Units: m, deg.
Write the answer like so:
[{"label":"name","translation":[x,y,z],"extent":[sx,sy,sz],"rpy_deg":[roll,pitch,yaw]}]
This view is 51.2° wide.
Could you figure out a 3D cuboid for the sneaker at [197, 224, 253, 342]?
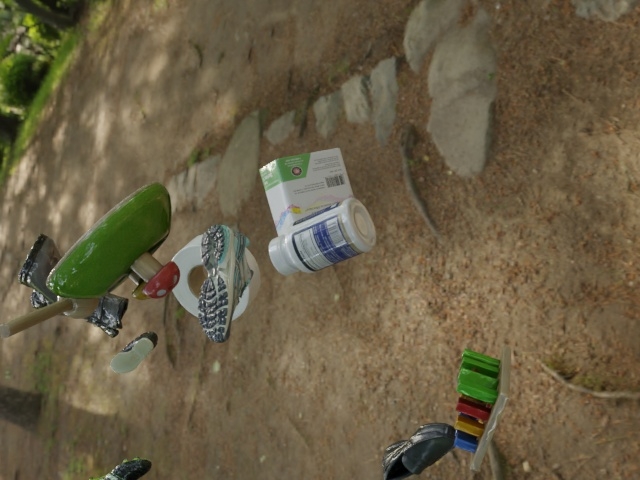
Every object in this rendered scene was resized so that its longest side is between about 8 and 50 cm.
[{"label":"sneaker","translation":[-0.214,0.106,1.614],"extent":[0.110,0.122,0.282],"rpy_deg":[-7,76,43]}]

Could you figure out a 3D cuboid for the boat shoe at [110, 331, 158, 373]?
[{"label":"boat shoe","translation":[-0.401,0.244,1.445],"extent":[0.133,0.049,0.042],"rpy_deg":[-38,11,22]}]

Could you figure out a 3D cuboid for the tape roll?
[{"label":"tape roll","translation":[-0.341,0.120,2.150],"extent":[0.286,0.286,0.100],"rpy_deg":[-61,-4,33]}]

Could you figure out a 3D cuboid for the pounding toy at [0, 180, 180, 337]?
[{"label":"pounding toy","translation":[-0.244,0.047,0.821],"extent":[0.237,0.110,0.183],"rpy_deg":[-44,4,12]}]

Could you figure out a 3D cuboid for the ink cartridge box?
[{"label":"ink cartridge box","translation":[-0.018,-0.086,1.766],"extent":[0.117,0.202,0.277],"rpy_deg":[-18,88,58]}]

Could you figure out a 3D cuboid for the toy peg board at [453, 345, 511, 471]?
[{"label":"toy peg board","translation":[0.263,0.275,1.151],"extent":[0.161,0.079,0.160],"rpy_deg":[-50,-23,-64]}]

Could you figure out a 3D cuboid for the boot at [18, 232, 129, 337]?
[{"label":"boot","translation":[-0.544,0.109,1.523],"extent":[0.338,0.223,0.118],"rpy_deg":[120,171,-65]}]

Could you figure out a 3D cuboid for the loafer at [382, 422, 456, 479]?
[{"label":"loafer","translation":[0.197,0.425,1.324],"extent":[0.223,0.076,0.078],"rpy_deg":[-46,17,45]}]

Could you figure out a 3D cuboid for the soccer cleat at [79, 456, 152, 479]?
[{"label":"soccer cleat","translation":[-0.424,0.505,1.369],"extent":[0.179,0.060,0.072],"rpy_deg":[-26,46,4]}]

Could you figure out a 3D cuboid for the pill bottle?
[{"label":"pill bottle","translation":[0.000,0.000,1.125],"extent":[0.170,0.094,0.094],"rpy_deg":[-22,64,27]}]
